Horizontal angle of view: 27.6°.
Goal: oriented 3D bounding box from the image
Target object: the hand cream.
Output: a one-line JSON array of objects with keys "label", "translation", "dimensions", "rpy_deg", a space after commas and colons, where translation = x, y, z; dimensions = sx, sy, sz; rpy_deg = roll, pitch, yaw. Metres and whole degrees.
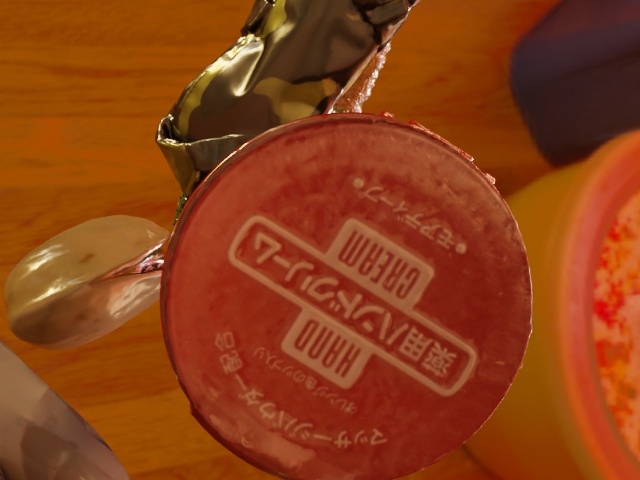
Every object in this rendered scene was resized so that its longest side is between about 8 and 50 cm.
[{"label": "hand cream", "translation": [0.010, 0.027, 0.698], "dimensions": [0.193, 0.125, 0.193], "rpy_deg": [0, 93, -1]}]

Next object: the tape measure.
[{"label": "tape measure", "translation": [-0.309, 0.261, 1.291], "dimensions": [0.262, 0.138, 0.259], "rpy_deg": [43, 15, -13]}]

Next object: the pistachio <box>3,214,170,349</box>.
[{"label": "pistachio", "translation": [-0.279, 0.049, 1.600], "dimensions": [0.238, 0.153, 0.138], "rpy_deg": [-28, 107, -37]}]

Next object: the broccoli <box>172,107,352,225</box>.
[{"label": "broccoli", "translation": [0.000, 0.000, 1.393], "dimensions": [0.307, 0.308, 0.275], "rpy_deg": [0, 80, -37]}]

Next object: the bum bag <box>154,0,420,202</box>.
[{"label": "bum bag", "translation": [-0.016, -0.116, 0.784], "dimensions": [0.233, 0.106, 0.060], "rpy_deg": [-59, 160, 12]}]

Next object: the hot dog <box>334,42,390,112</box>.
[{"label": "hot dog", "translation": [0.033, -0.209, 1.575], "dimensions": [0.083, 0.068, 0.289], "rpy_deg": [20, 92, -12]}]
